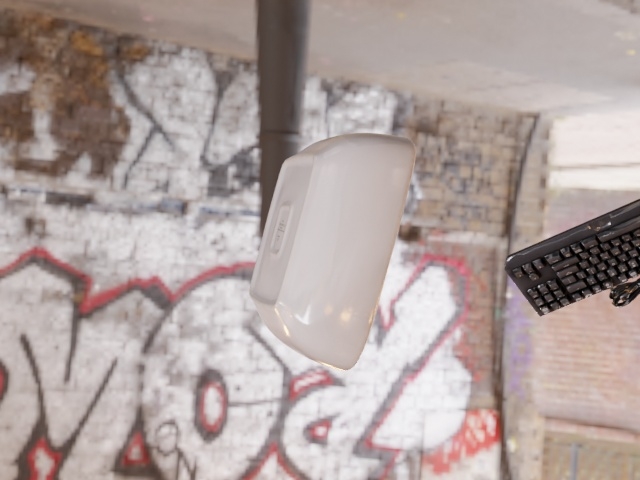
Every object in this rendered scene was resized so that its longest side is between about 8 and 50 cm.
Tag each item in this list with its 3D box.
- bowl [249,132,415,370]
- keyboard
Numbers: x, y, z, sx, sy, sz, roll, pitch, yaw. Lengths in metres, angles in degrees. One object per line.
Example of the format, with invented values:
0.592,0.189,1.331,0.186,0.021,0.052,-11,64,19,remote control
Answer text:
0.000,0.000,0.659,0.053,0.142,0.142,15,180,-15,bowl
0.257,0.017,0.929,0.180,0.023,0.108,-25,131,24,keyboard
